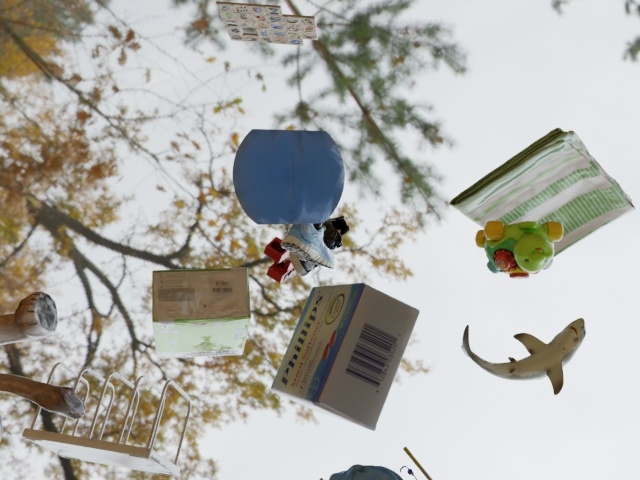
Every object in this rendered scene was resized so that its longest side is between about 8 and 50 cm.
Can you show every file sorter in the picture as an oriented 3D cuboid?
[{"bbox_3d":[-0.439,0.381,1.496,0.278,0.192,0.173,6,-118,12],"label":"file sorter"}]

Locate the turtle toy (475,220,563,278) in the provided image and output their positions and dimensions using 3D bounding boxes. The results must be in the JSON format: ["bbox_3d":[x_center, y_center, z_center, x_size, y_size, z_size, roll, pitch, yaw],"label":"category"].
[{"bbox_3d":[0.241,0.011,0.837,0.095,0.130,0.066,1,-101,1],"label":"turtle toy"}]

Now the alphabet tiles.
[{"bbox_3d":[-0.127,-0.542,1.758,0.237,0.198,0.009,5,-100,4],"label":"alphabet tiles"}]

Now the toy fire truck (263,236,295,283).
[{"bbox_3d":[-0.076,0.030,1.695,0.047,0.135,0.192,33,-143,15],"label":"toy fire truck"}]

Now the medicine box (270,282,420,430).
[{"bbox_3d":[0.045,0.241,1.503,0.289,0.149,0.263,-14,-129,67],"label":"medicine box"}]

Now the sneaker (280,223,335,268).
[{"bbox_3d":[-0.007,0.001,1.174,0.063,0.162,0.073,16,-100,22],"label":"sneaker"}]

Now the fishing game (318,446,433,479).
[{"bbox_3d":[0.069,0.447,1.143,0.264,0.189,0.041,-41,-170,6],"label":"fishing game"}]

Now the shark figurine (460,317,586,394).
[{"bbox_3d":[0.429,0.266,1.486,0.278,0.116,0.166,-10,-122,26],"label":"shark figurine"}]

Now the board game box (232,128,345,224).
[{"bbox_3d":[-0.048,-0.090,0.998,0.169,0.133,0.033,-2,-176,-22],"label":"board game box"}]

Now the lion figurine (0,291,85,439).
[{"bbox_3d":[-0.311,0.068,0.334,0.240,0.392,0.142,-15,-118,7],"label":"lion figurine"}]

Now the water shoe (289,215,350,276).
[{"bbox_3d":[0.000,0.000,1.419,0.080,0.072,0.203,-19,-160,27],"label":"water shoe"}]

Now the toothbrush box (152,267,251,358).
[{"bbox_3d":[-0.272,0.170,1.581,0.206,0.283,0.122,-1,-116,-11],"label":"toothbrush box"}]

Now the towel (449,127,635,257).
[{"bbox_3d":[0.436,-0.070,1.335,0.248,0.325,0.038,-36,-133,27],"label":"towel"}]
